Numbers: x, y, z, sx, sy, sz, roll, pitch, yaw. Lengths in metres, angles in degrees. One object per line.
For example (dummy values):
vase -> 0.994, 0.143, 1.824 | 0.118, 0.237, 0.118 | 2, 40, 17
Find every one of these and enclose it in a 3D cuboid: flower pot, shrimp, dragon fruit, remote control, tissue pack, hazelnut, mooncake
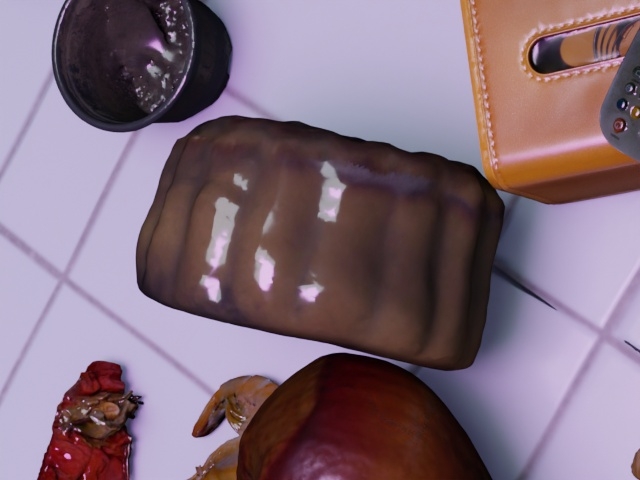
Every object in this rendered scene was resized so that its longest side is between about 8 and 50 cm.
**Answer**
flower pot -> -0.157, -0.172, 1.496 | 0.157, 0.107, 0.157 | -2, 86, 26
shrimp -> -0.092, 0.183, 1.472 | 0.162, 0.045, 0.095 | -38, 69, 24
dragon fruit -> -0.219, 0.209, 1.542 | 0.092, 0.122, 0.192 | 15, 91, -10
remote control -> 0.270, -0.157, 1.132 | 0.072, 0.042, 0.222 | 33, 104, 27
tissue pack -> 0.264, -0.145, 1.240 | 0.275, 0.145, 0.194 | -12, 83, 29
hazelnut -> 0.036, 0.205, 1.296 | 0.217, 0.217, 0.251 | 59, 156, 19
mooncake -> 0.000, 0.000, 1.296 | 0.290, 0.290, 0.161 | 11, 87, 29

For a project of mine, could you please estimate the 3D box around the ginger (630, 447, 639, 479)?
ginger -> 0.302, 0.245, 1.168 | 0.363, 0.122, 0.348 | 47, 133, 33
